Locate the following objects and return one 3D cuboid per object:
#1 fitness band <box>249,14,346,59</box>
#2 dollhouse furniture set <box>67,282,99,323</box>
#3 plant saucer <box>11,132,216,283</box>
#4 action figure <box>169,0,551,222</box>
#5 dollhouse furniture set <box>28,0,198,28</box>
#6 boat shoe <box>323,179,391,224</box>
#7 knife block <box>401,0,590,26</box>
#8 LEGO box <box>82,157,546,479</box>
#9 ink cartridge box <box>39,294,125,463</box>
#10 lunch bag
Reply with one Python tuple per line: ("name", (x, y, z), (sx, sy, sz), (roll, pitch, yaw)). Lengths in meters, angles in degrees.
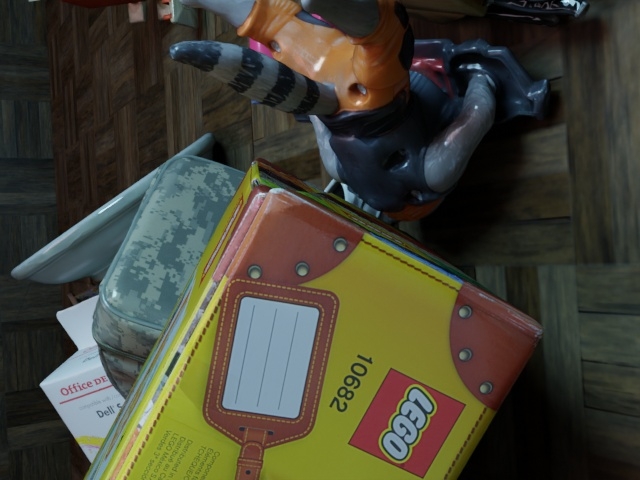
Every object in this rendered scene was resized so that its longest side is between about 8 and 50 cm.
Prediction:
("fitness band", (-0.020, -0.324, 0.901), (0.209, 0.054, 0.290), (58, 137, 43))
("dollhouse furniture set", (-0.284, 0.153, 1.234), (0.161, 0.212, 0.242), (21, 137, 58))
("plant saucer", (-0.321, -0.032, 1.181), (0.100, 0.400, 0.400), (54, 150, -12))
("action figure", (0.002, -0.122, 0.632), (0.341, 0.330, 0.178), (6, 63, 44))
("dollhouse furniture set", (-0.349, -0.444, 1.259), (0.259, 0.262, 0.135), (2, 98, 27))
("boat shoe", (0.000, 0.000, 0.859), (0.258, 0.084, 0.095), (-59, 45, 43))
("knife block", (0.078, -0.245, 0.565), (0.242, 0.276, 0.088), (-105, 29, -79))
("LEGO box", (-0.084, 0.195, 0.595), (0.500, 0.193, 0.372), (-61, 10, 6))
("ink cartridge box", (-0.293, 0.258, 1.115), (0.207, 0.119, 0.353), (-22, 104, 22))
("lunch bag", (-0.176, 0.071, 0.968), (0.256, 0.213, 0.305), (121, 166, -48))
